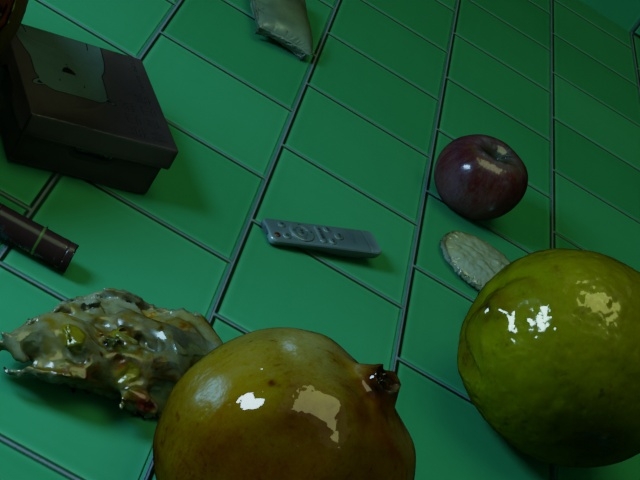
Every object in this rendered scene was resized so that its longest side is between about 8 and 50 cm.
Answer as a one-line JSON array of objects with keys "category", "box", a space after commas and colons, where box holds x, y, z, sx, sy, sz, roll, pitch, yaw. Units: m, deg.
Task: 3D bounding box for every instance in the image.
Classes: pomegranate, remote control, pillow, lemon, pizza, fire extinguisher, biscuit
[{"category": "pomegranate", "box": [-0.030, 0.209, 1.368, 0.264, 0.264, 0.264, 26, 30, -16]}, {"category": "remote control", "box": [0.000, 0.000, 1.957, 0.184, 0.027, 0.050, 8, 37, -32]}, {"category": "pillow", "box": [-0.071, -0.403, 2.463, 0.119, 0.053, 0.208, 18, 36, -23]}, {"category": "lemon", "box": [0.325, 0.150, 1.805, 0.297, 0.297, 0.297, 26, 30, -16]}, {"category": "pizza", "box": [-0.217, 0.116, 1.505, 0.297, 0.071, 0.189, 15, 35, -30]}, {"category": "fire extinguisher", "box": [-0.342, -0.011, 1.599, 0.132, 0.039, 0.056, 29, -4, -9]}, {"category": "biscuit", "box": [0.250, 0.036, 2.164, 0.152, 0.020, 0.152, 26, 30, -16]}]

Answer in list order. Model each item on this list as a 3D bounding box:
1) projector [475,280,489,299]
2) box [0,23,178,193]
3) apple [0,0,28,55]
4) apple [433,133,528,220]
[{"category": "projector", "box": [0.370, 0.098, 2.106, 0.338, 0.108, 0.108, -3, 46, -48]}, {"category": "box", "box": [-0.316, -0.172, 1.823, 0.215, 0.086, 0.215, 13, 36, -34]}, {"category": "apple", "box": [-0.527, -0.310, 1.562, 0.400, 0.333, 0.400, 33, 12, -8]}, {"category": "apple", "box": [0.258, -0.101, 2.281, 0.153, 0.120, 0.153, 20, 33, -14]}]
